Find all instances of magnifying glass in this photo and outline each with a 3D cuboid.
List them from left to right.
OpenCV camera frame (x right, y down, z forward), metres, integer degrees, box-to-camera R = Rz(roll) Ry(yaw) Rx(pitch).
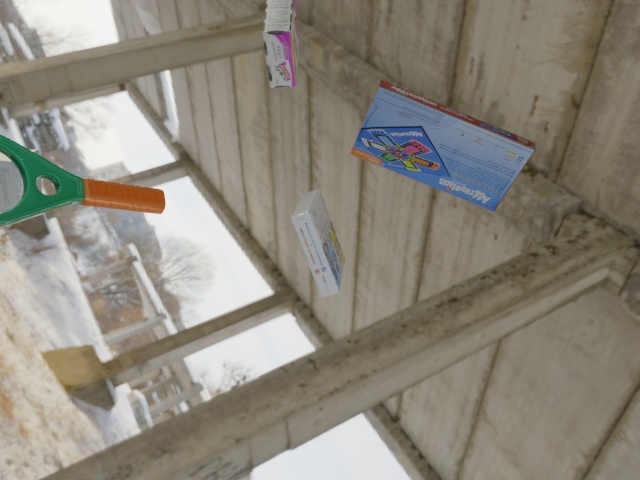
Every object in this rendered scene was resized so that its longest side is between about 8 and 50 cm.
[{"bbox_3d":[-0.261,-0.051,0.584,0.026,0.231,0.092,-26,-112,43],"label":"magnifying glass"}]

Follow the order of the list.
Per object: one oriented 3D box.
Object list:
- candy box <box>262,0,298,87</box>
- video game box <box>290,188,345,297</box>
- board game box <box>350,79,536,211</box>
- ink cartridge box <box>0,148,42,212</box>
[{"bbox_3d":[-0.096,-0.521,1.502,0.159,0.071,0.233,84,6,-51],"label":"candy box"},{"bbox_3d":[0.000,0.000,1.301,0.205,0.048,0.187,-71,140,-71],"label":"video game box"},{"bbox_3d":[0.207,-0.159,1.029,0.027,0.281,0.145,-71,-176,-51],"label":"board game box"},{"bbox_3d":[-0.760,-0.144,1.383,0.128,0.176,0.127,-101,-165,-68],"label":"ink cartridge box"}]
